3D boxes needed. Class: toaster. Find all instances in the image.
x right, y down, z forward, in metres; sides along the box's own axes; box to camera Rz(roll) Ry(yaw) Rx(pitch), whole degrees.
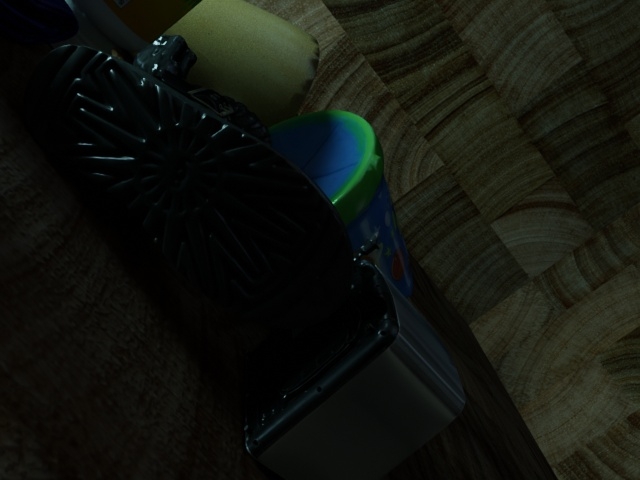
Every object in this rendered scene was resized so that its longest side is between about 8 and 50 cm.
[{"bbox_3d":[0.027,0.114,0.705,0.110,0.185,0.168,45,10,-19],"label":"toaster"}]

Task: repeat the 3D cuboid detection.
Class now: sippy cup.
[{"bbox_3d":[0.000,0.000,0.961,0.224,0.240,0.305,59,42,-37],"label":"sippy cup"}]

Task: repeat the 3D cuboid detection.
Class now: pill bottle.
[{"bbox_3d":[-0.213,-0.310,0.926,0.136,0.245,0.136,51,9,-12],"label":"pill bottle"}]

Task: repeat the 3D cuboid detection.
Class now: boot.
[{"bbox_3d":[-0.093,-0.059,0.780,0.348,0.131,0.260,41,7,9],"label":"boot"}]

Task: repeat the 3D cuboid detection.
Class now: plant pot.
[{"bbox_3d":[-0.173,-0.287,1.233,0.254,0.237,0.237,29,20,-32],"label":"plant pot"}]

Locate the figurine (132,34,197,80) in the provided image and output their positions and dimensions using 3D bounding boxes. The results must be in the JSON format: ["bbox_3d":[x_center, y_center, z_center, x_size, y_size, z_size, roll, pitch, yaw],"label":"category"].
[{"bbox_3d":[-0.178,-0.155,1.075,0.215,0.092,0.209,50,17,-23],"label":"figurine"}]

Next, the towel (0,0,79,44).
[{"bbox_3d":[-0.381,-0.338,0.773,0.308,0.076,0.227,54,2,11],"label":"towel"}]
